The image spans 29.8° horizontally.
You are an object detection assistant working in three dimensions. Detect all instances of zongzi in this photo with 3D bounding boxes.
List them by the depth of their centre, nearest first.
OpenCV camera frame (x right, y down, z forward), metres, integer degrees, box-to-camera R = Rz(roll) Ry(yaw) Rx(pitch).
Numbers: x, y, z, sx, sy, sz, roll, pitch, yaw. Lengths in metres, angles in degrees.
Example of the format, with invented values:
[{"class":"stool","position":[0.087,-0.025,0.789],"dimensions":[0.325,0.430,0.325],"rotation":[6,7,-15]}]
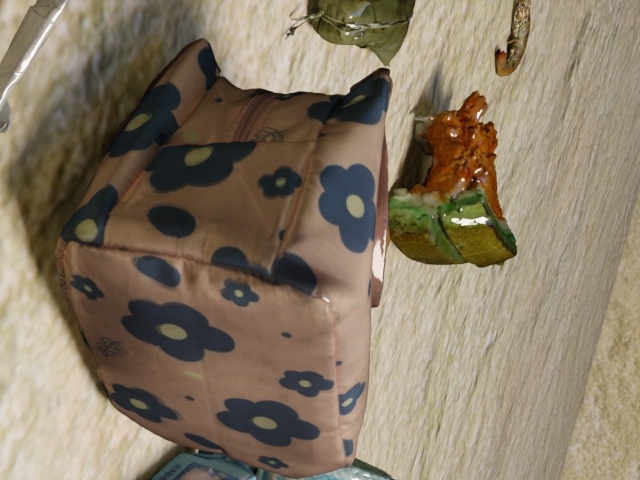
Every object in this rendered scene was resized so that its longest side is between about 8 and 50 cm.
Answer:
[{"class":"zongzi","position":[0.027,-0.161,0.994],"dimensions":[0.154,0.062,0.130],"rotation":[-48,158,-38]}]

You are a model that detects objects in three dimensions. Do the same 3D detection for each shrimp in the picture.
[{"class":"shrimp","position":[0.235,-0.250,1.464],"dimensions":[0.083,0.023,0.114],"rotation":[-42,145,-49]}]

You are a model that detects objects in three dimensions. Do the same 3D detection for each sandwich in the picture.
[{"class":"sandwich","position":[0.143,-0.055,1.281],"dimensions":[0.185,0.109,0.159],"rotation":[36,51,-65]}]

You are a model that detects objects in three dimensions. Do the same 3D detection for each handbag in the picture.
[{"class":"handbag","position":[-0.042,0.010,0.768],"dimensions":[0.251,0.190,0.193],"rotation":[86,22,-55]}]

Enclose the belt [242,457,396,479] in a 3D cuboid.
[{"class":"belt","position":[-0.010,0.199,1.003],"dimensions":[0.148,0.163,0.082],"rotation":[26,80,-40]}]

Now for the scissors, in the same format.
[{"class":"scissors","position":[-0.136,-0.116,0.610],"dimensions":[0.021,0.110,0.212],"rotation":[27,93,-38]}]

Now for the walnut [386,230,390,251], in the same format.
[{"class":"walnut","position":[0.000,0.000,0.969],"dimensions":[0.124,0.105,0.105],"rotation":[-41,142,-31]}]

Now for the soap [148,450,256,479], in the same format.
[{"class":"soap","position":[-0.133,0.270,0.846],"dimensions":[0.293,0.077,0.156],"rotation":[-37,137,-56]}]
